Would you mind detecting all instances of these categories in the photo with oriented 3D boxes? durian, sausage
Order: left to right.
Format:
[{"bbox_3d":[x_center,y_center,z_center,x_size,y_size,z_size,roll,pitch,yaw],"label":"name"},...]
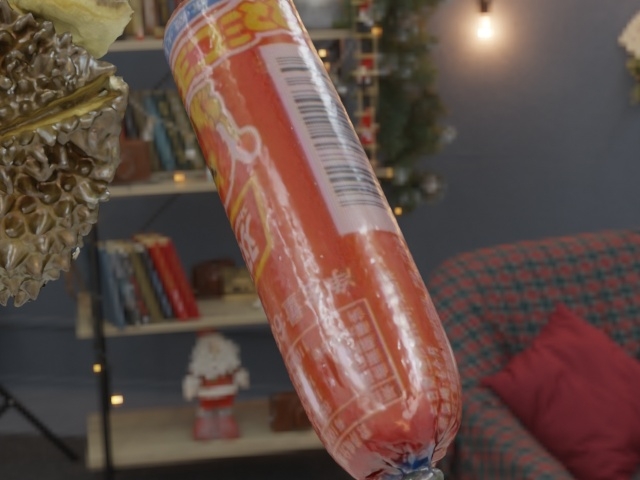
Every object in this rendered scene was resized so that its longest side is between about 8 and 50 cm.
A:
[{"bbox_3d":[-0.113,-0.041,0.362,0.071,0.110,0.140,9,1,-38],"label":"durian"},{"bbox_3d":[0.000,0.000,0.587,0.074,0.074,0.274,-8,56,-25],"label":"sausage"}]
